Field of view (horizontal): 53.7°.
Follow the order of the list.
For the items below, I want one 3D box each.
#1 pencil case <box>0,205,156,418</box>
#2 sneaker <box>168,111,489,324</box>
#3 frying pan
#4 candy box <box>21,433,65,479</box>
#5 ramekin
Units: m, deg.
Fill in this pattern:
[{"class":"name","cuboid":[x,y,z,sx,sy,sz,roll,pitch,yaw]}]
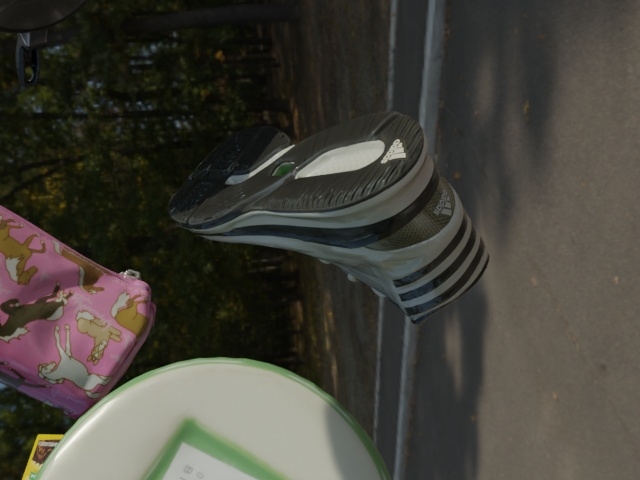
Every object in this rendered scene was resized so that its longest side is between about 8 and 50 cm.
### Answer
[{"class":"pencil case","cuboid":[-0.376,0.035,0.693,0.160,0.386,0.167,-47,16,33]},{"class":"sneaker","cuboid":[0.000,0.001,0.765,0.448,0.169,0.257,6,144,52]},{"class":"frying pan","cuboid":[-0.352,-0.257,0.716,0.326,0.197,0.053,-39,80,38]},{"class":"candy box","cuboid":[-0.299,0.291,0.769,0.027,0.206,0.105,35,-126,-42]},{"class":"ramekin","cuboid":[-0.076,0.238,0.481,0.148,0.304,0.303,89,175,-62]}]
